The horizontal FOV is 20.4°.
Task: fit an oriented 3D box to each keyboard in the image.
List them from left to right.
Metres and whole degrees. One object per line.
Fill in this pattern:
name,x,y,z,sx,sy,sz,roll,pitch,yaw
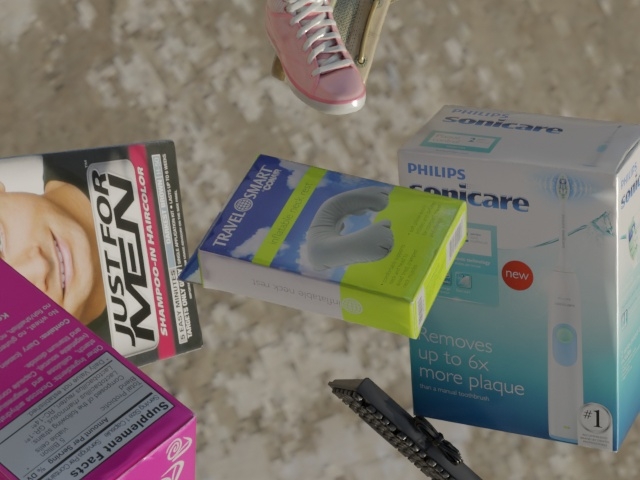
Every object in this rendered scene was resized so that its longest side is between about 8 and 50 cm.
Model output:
keyboard,0.091,0.195,1.730,0.180,0.108,0.023,42,69,-18

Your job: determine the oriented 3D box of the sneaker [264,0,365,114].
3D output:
sneaker,-0.007,-0.158,1.373,0.051,0.070,0.134,-17,48,-18

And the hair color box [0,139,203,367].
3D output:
hair color box,-0.244,0.029,1.390,0.374,0.113,0.185,-13,96,-61

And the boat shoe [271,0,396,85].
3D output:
boat shoe,0.060,-0.260,1.650,0.098,0.109,0.302,26,71,2

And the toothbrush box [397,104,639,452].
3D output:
toothbrush box,0.201,0.033,1.713,0.126,0.216,0.296,-44,137,-54

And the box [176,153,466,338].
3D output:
box,0.000,0.000,1.225,0.042,0.178,0.109,85,26,-43

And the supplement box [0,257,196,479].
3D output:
supplement box,-0.188,0.106,1.067,0.220,0.111,0.114,37,54,25
